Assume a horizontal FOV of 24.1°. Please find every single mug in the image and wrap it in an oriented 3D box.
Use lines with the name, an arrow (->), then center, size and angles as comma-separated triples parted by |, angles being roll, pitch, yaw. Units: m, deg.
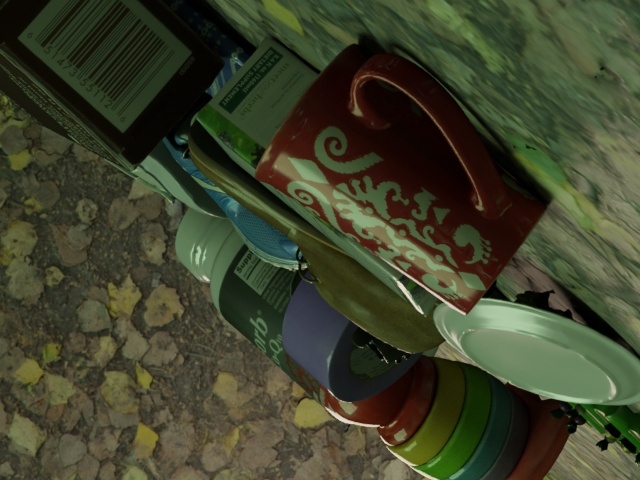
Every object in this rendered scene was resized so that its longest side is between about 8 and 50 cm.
mug -> 0.055, -0.037, 0.980 | 0.169, 0.113, 0.150 | 38, 177, 4

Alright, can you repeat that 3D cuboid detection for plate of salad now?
plate of salad -> 0.194, 0.089, 1.294 | 0.199, 0.048, 0.200 | 21, 159, 8

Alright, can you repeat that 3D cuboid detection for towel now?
towel -> -0.087, -0.170, 1.463 | 0.336, 0.040, 0.243 | 39, 173, 7

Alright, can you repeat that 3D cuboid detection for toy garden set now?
toy garden set -> 0.276, 0.176, 1.570 | 0.204, 0.049, 0.244 | 43, 176, -22

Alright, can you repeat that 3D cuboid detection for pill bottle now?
pill bottle -> -0.021, 0.070, 2.091 | 0.363, 0.210, 0.210 | 39, 175, 28

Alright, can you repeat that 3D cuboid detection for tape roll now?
tape roll -> 0.053, 0.081, 1.662 | 0.080, 0.189, 0.189 | 38, 175, 32

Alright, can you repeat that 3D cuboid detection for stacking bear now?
stacking bear -> 0.138, 0.208, 1.870 | 0.289, 0.164, 0.175 | 26, -178, -20

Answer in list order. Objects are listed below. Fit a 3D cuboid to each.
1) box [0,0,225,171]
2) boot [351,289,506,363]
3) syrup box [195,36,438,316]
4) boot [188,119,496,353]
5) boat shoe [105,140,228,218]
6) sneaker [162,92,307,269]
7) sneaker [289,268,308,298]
box -> -0.259, -0.199, 1.465 | 0.191, 0.143, 0.381 | 43, 174, -23
boot -> 0.112, 0.084, 1.506 | 0.077, 0.137, 0.198 | 38, 175, 42
syrup box -> 0.021, -0.053, 1.212 | 0.237, 0.093, 0.096 | 39, 175, 27
boot -> 0.000, 0.000, 1.355 | 0.305, 0.115, 0.112 | 33, -140, -2
boat shoe -> -0.231, -0.136, 1.918 | 0.367, 0.136, 0.156 | 26, 173, -42
sneaker -> -0.095, -0.087, 1.697 | 0.330, 0.130, 0.147 | 39, 178, 33
sneaker -> 0.037, 0.077, 1.898 | 0.086, 0.132, 0.229 | 43, -177, -42
